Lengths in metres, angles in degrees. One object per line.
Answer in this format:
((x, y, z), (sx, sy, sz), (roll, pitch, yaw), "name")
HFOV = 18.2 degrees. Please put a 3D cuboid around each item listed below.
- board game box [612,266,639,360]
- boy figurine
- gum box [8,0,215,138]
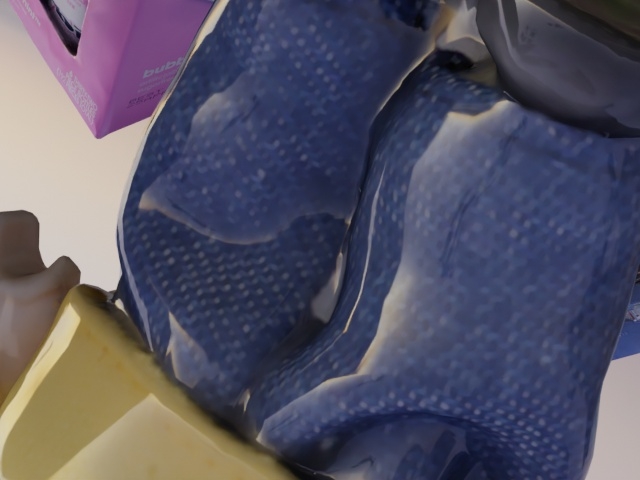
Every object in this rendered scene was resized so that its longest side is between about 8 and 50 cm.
((0.141, -0.036, 0.794), (0.243, 0.165, 0.042), (-17, 135, 21), "board game box")
((-0.013, 0.072, 0.384), (0.177, 0.285, 0.092), (31, -160, 26), "boy figurine")
((0.004, -0.106, 0.537), (0.062, 0.188, 0.107), (56, 153, 16), "gum box")
